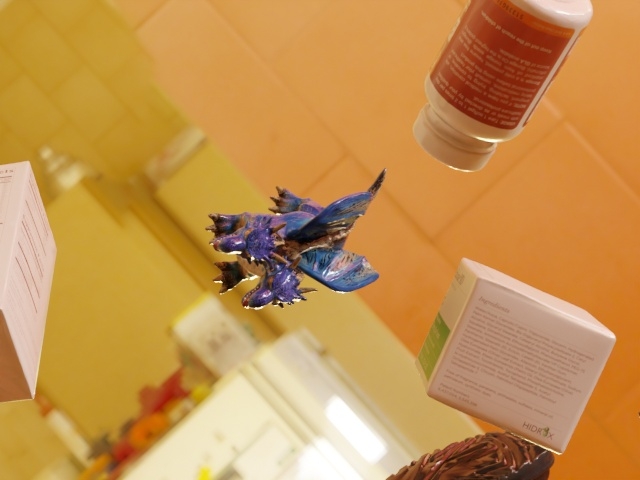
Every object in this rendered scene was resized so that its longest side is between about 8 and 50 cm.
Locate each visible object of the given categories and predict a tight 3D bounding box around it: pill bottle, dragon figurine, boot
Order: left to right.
[{"bbox_3d":[0.000,0.000,1.323,0.144,0.085,0.289,5,14,44],"label":"dragon figurine"},{"bbox_3d":[0.104,0.291,1.242,0.246,0.207,0.094,-26,18,-14],"label":"boot"},{"bbox_3d":[0.184,-0.183,1.594,0.121,0.121,0.216,-38,-19,-56],"label":"pill bottle"}]

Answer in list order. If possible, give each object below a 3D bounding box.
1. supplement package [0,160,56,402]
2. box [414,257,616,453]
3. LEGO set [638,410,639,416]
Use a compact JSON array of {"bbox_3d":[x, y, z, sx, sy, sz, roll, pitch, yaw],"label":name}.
[{"bbox_3d":[-0.372,0.045,1.619,0.139,0.134,0.244,-6,40,4],"label":"supplement package"},{"bbox_3d":[0.126,0.074,1.003,0.101,0.102,0.087,-95,29,-84],"label":"box"},{"bbox_3d":[0.300,0.162,1.150,0.060,0.244,0.182,-11,-37,-8],"label":"LEGO set"}]
